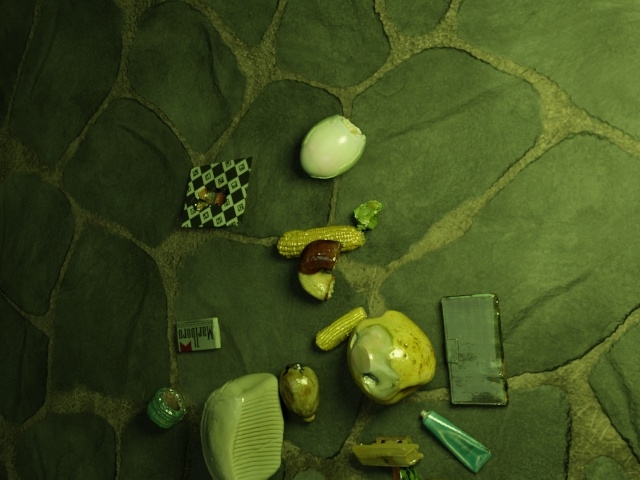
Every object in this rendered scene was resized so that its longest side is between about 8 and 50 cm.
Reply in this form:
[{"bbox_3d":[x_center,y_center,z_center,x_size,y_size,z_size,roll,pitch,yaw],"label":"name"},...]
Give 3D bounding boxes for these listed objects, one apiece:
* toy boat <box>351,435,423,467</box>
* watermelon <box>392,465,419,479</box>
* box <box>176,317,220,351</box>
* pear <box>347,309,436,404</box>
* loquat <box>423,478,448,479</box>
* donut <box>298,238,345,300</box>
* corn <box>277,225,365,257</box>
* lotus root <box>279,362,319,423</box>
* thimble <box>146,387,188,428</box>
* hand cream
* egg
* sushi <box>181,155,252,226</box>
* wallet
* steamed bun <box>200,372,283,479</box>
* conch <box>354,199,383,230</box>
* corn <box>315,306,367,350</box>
[{"bbox_3d":[0.203,0.644,1.681,0.226,0.088,0.068,-11,119,28],"label":"toy boat"},{"bbox_3d":[0.250,0.745,1.659,0.087,0.069,0.163,-3,84,26],"label":"watermelon"},{"bbox_3d":[-0.457,0.354,2.053,0.178,0.036,0.115,-10,84,26],"label":"box"},{"bbox_3d":[0.203,0.341,1.618,0.271,0.271,0.271,-1,87,27],"label":"pear"},{"bbox_3d":[0.323,0.763,1.574,0.152,0.152,0.195,39,102,23],"label":"loquat"},{"bbox_3d":[-0.008,0.098,1.750,0.141,0.085,0.217,12,123,10],"label":"donut"},{"bbox_3d":[-0.002,0.002,1.800,0.313,0.102,0.101,-9,84,27],"label":"corn"},{"bbox_3d":[-0.062,0.504,1.803,0.138,0.138,0.214,-17,92,25],"label":"lotus root"},{"bbox_3d":[-0.579,0.628,2.058,0.135,0.118,0.090,47,109,21],"label":"thimble"},{"bbox_3d":[0.388,0.583,1.614,0.224,0.048,0.083,36,101,19],"label":"hand cream"},{"bbox_3d":[0.029,-0.289,1.752,0.217,0.183,0.183,-47,69,21],"label":"egg"},{"bbox_3d":[-0.371,-0.164,2.025,0.290,0.050,0.264,-3,72,29],"label":"sushi"},{"bbox_3d":[0.447,0.315,1.591,0.169,0.044,0.316,-7,86,23],"label":"wallet"},{"bbox_3d":[-0.278,0.625,1.830,0.236,0.247,0.383,7,102,39],"label":"steamed bun"},{"bbox_3d":[0.149,-0.081,1.740,0.089,0.074,0.121,37,79,3],"label":"conch"},{"bbox_3d":[0.068,0.287,1.771,0.203,0.072,0.072,-39,72,19],"label":"corn"}]
